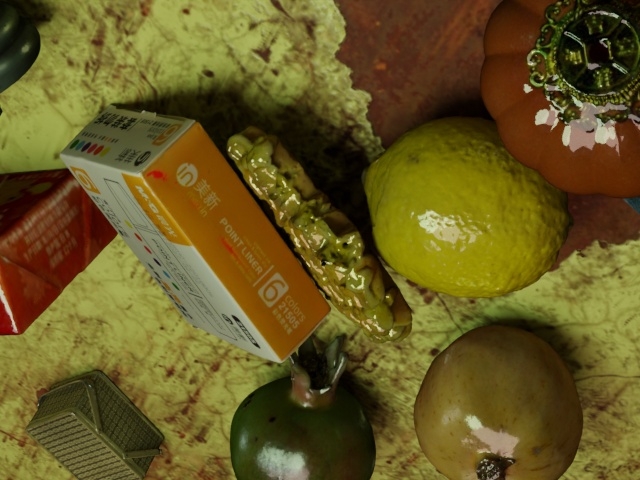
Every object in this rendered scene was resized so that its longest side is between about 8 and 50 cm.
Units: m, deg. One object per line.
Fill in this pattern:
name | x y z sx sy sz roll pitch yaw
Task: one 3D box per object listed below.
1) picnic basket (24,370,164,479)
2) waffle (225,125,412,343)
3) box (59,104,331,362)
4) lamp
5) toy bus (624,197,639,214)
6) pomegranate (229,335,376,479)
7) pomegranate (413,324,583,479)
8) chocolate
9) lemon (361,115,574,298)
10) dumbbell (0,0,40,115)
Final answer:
picnic basket | -0.306 0.264 1.748 0.115 0.079 0.164 -23 118 36
waffle | 0.001 -0.001 1.293 0.253 0.056 0.249 47 172 43
box | -0.136 -0.011 1.365 0.221 0.091 0.274 12 142 57
lamp | 0.243 -0.145 1.071 0.223 0.196 0.223 0 91 18
toy bus | 0.346 -0.026 1.226 0.166 0.065 0.047 40 132 -13
pomegranate | -0.019 0.219 1.535 0.181 0.181 0.224 13 119 11
pomegranate | 0.198 0.190 1.400 0.191 0.191 0.191 12 133 13
chocolate | -0.389 0.012 1.456 0.237 0.235 0.108 -1 118 24
lemon | 0.141 -0.030 1.234 0.193 0.180 0.180 29 135 -18
dumbbell | -0.416 -0.282 1.234 0.179 0.179 0.406 -5 127 27
